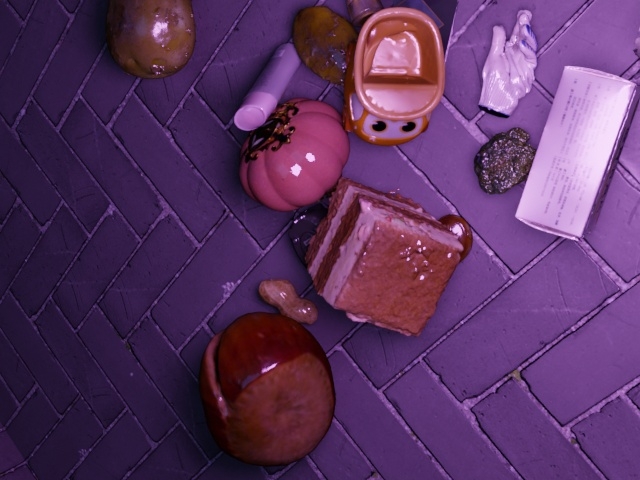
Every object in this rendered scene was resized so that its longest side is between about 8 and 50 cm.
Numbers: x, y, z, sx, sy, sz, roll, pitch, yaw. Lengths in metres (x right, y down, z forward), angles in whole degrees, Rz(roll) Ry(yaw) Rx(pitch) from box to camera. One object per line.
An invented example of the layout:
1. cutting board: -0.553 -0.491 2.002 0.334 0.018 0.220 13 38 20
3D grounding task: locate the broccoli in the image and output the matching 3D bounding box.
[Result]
1. broccoli: 0.408 -0.170 1.456 0.162 0.138 0.145 136 141 -64

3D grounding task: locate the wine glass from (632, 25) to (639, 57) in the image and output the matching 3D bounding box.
1. wine glass: 0.741 -0.372 1.173 0.323 0.238 0.237 20 109 22

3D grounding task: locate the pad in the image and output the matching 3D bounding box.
1. pad: 0.227 -0.463 1.580 0.164 0.004 0.242 19 109 26

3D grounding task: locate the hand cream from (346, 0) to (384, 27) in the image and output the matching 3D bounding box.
1. hand cream: 0.082 -0.617 1.595 0.084 0.084 0.203 -24 82 31

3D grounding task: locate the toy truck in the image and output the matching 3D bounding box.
1. toy truck: 0.158 -0.354 1.483 0.205 0.211 0.287 0 99 -5

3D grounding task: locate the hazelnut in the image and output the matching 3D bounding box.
1. hazelnut: -0.152 0.390 1.767 0.360 0.359 0.408 -3 104 30

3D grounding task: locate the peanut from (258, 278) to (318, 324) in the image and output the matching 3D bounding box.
1. peanut: -0.088 0.166 1.840 0.193 0.089 0.089 35 115 15

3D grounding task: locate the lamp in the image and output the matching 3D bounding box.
1. lamp: -0.055 -0.202 1.654 0.306 0.240 0.305 -27 40 26

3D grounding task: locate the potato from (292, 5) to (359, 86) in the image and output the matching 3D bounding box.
1. potato: 0.018 -0.480 1.633 0.149 0.113 0.251 -44 76 23

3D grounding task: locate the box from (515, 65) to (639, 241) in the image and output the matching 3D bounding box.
1. box: 0.530 -0.174 1.362 0.145 0.173 0.332 22 109 27

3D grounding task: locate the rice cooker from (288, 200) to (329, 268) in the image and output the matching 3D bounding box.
1. rice cooker: 0.000 -0.001 1.733 0.142 0.118 0.203 -31 87 31

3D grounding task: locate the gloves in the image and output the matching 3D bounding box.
1. gloves: 0.409 -0.380 1.438 0.119 0.097 0.229 22 115 20

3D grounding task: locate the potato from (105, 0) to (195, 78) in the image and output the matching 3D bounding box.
1. potato: -0.464 -0.628 1.823 0.270 0.219 0.358 7 101 36

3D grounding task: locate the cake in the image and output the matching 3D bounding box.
1. cake: 0.133 0.040 1.529 0.256 0.290 0.281 18 111 -18

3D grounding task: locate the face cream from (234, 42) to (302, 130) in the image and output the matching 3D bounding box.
1. face cream: -0.125 -0.383 1.651 0.073 0.269 0.107 43 139 -23

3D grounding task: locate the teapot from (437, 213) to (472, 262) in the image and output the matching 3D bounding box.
1. teapot: 0.307 0.003 1.578 0.098 0.078 0.128 8 104 29
